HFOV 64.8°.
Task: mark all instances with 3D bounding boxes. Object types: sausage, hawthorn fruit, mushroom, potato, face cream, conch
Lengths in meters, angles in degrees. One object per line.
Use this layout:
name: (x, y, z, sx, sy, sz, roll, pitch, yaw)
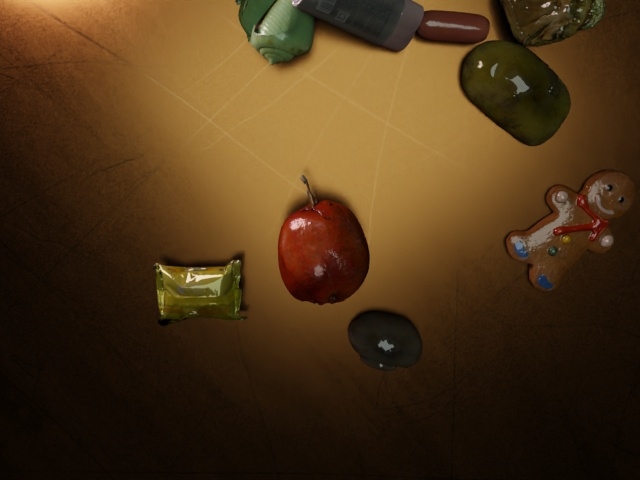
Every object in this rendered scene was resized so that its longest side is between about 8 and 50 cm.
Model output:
sausage: (0.280, -0.455, 1.076, 0.154, 0.062, 0.062, 5, 104, -1)
hawthorn fruit: (0.000, 0.000, 1.124, 0.211, 0.211, 0.299, -13, 93, 3)
mushroom: (0.160, 0.252, 1.233, 0.188, 0.117, 0.141, 14, 92, 1)
potato: (0.435, -0.324, 1.086, 0.272, 0.111, 0.160, 38, 103, -8)
face cream: (0.078, -0.464, 1.009, 0.269, 0.073, 0.107, 8, 135, -30)
conch: (-0.088, -0.483, 1.033, 0.144, 0.137, 0.250, -3, 93, 24)

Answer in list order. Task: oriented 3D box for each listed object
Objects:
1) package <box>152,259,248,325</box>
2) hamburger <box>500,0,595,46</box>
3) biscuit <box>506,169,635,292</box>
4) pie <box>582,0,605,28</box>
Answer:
package: (-0.287, 0.127, 1.205, 0.226, 0.090, 0.168, 0, 107, 3)
hamburger: (0.458, -0.504, 1.019, 0.130, 0.183, 0.206, -27, 102, -28)
biscuit: (0.601, -0.036, 1.190, 0.324, 0.049, 0.205, -41, 100, 7)
pie: (0.572, -0.496, 1.088, 0.084, 0.021, 0.084, 0, 100, -3)
